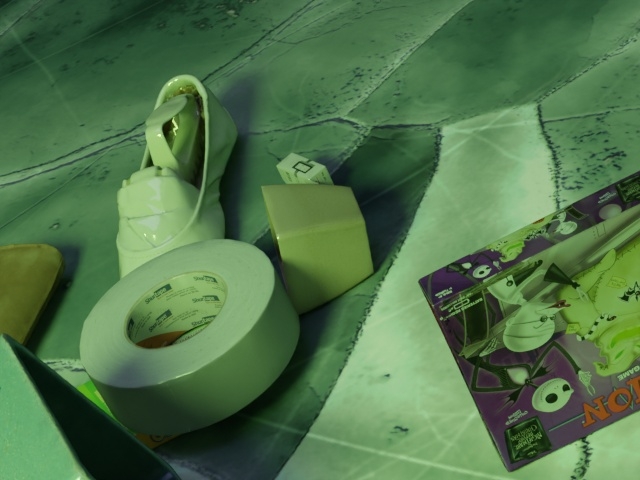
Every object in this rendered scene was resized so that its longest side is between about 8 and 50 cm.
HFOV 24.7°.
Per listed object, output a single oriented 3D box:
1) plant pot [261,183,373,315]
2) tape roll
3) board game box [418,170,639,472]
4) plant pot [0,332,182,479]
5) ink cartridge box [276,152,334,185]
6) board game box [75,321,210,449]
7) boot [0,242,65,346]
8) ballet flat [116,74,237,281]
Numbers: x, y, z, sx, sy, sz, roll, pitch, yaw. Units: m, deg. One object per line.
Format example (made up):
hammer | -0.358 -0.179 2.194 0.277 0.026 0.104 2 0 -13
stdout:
plant pot | 0.000 0.000 1.571 0.096 0.109 0.109 -14 34 -3
tape roll | -0.135 0.095 1.497 0.219 0.072 0.219 -17 34 12
board game box | 0.276 0.043 1.234 0.347 0.208 0.056 -27 37 1
plant pot | -0.246 0.284 1.246 0.252 0.247 0.248 -45 36 -1
ink cartridge box | -0.010 -0.067 1.707 0.028 0.048 0.083 -40 38 -19
board game box | -0.214 0.183 1.523 0.259 0.039 0.124 -24 33 -2
boot | -0.435 0.123 1.709 0.236 0.089 0.269 -4 39 9
ballet flat | -0.183 -0.063 1.744 0.139 0.139 0.400 -15 36 16
